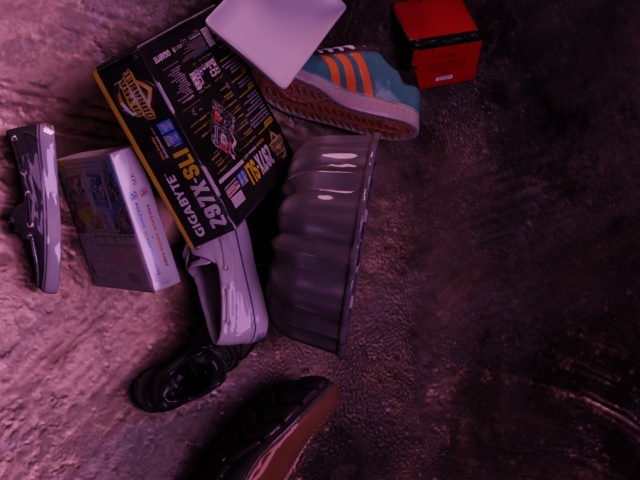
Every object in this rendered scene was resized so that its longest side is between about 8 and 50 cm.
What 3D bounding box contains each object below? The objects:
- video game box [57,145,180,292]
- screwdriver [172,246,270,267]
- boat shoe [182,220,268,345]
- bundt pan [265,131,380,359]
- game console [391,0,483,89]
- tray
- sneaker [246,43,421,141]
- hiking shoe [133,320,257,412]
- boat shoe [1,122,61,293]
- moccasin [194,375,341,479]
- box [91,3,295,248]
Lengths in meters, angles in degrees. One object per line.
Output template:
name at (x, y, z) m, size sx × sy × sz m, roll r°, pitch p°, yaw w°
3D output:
video game box at (-0.271, -0.028, 1.565) m, size 0.048 × 0.205 × 0.187 m, roll -25°, pitch 104°, yaw -29°
screwdriver at (-0.144, 0.032, 1.755) m, size 0.170 × 0.024 × 0.025 m, roll 14°, pitch 113°, yaw -37°
boat shoe at (-0.148, 0.024, 1.669) m, size 0.084 × 0.095 × 0.258 m, roll -7°, pitch 68°, yaw -36°
bundt pan at (0.000, 0.000, 1.694) m, size 0.124 × 0.331 × 0.330 m, roll 9°, pitch 85°, yaw 4°
game console at (0.186, -0.325, 1.952) m, size 0.144 × 0.085 × 0.124 m, roll -14°, pitch 129°, yaw -30°
tray at (-0.064, -0.322, 1.721) m, size 0.145 × 0.030 × 0.270 m, roll 39°, pitch 41°, yaw -8°
sneaker at (0.021, -0.249, 1.809) m, size 0.302 × 0.108 × 0.121 m, roll 17°, pitch 66°, yaw -28°
hiking shoe at (-0.153, 0.174, 1.691) m, size 0.227 × 0.114 × 0.086 m, roll -40°, pitch 110°, yaw -25°
boat shoe at (-0.385, -0.042, 1.575) m, size 0.076 × 0.080 × 0.228 m, roll -3°, pitch 95°, yaw -14°
moccasin at (-0.092, 0.362, 1.716) m, size 0.147 × 0.139 × 0.380 m, roll 44°, pitch 70°, yaw -25°
box at (-0.156, -0.164, 1.589) m, size 0.257 × 0.079 × 0.322 m, roll 63°, pitch 21°, yaw -14°
